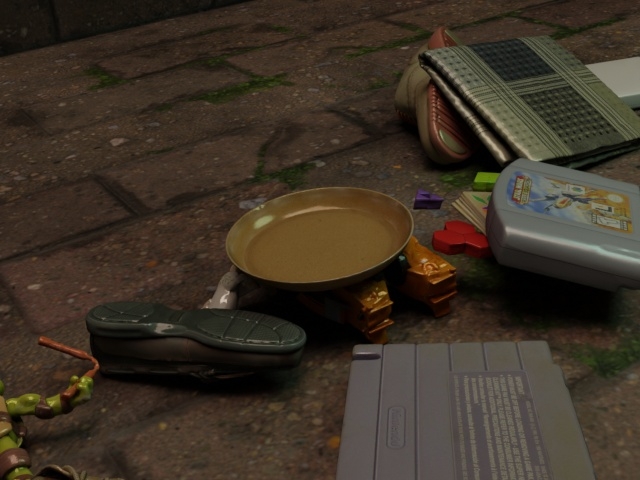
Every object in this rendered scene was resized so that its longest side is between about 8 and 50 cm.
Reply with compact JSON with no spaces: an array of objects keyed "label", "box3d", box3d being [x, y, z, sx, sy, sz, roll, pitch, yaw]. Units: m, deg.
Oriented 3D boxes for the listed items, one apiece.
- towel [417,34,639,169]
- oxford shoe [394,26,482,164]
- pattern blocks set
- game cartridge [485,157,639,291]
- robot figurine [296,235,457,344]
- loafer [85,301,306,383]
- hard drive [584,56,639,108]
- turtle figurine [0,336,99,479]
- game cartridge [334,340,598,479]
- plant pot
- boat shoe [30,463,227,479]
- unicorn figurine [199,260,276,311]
[{"label":"towel","box3d":[0.373,-0.239,1.552,0.312,0.056,0.324,-14,51,-30]},{"label":"oxford shoe","box3d":[0.215,-0.245,1.669,0.146,0.140,0.397,-38,23,31]},{"label":"pattern blocks set","box3d":[0.290,-0.030,1.252,0.325,0.026,0.285,4,26,-8]},{"label":"game cartridge","box3d":[0.320,-0.031,1.176,0.198,0.062,0.297,18,26,9]},{"label":"robot figurine","box3d":[0.031,0.028,1.191,0.211,0.085,0.291,-21,32,-28]},{"label":"loafer","box3d":[-0.145,0.128,1.053,0.268,0.084,0.096,6,19,14]},{"label":"hard drive","box3d":[0.529,-0.299,1.763,0.308,0.040,0.203,-10,28,-8]},{"label":"turtle figurine","box3d":[-0.359,0.207,0.923,0.270,0.087,0.217,-5,34,-17]},{"label":"game cartridge","box3d":[0.133,0.198,0.847,0.230,0.068,0.355,2,21,6]},{"label":"plant pot","box3d":[0.000,0.000,1.127,0.237,0.032,0.236,-6,31,4]},{"label":"boat shoe","box3d":[-0.219,0.257,0.766,0.325,0.116,0.123,-11,28,-10]},{"label":"unicorn figurine","box3d":[-0.126,0.087,1.131,0.111,0.060,0.162,5,40,38]}]
